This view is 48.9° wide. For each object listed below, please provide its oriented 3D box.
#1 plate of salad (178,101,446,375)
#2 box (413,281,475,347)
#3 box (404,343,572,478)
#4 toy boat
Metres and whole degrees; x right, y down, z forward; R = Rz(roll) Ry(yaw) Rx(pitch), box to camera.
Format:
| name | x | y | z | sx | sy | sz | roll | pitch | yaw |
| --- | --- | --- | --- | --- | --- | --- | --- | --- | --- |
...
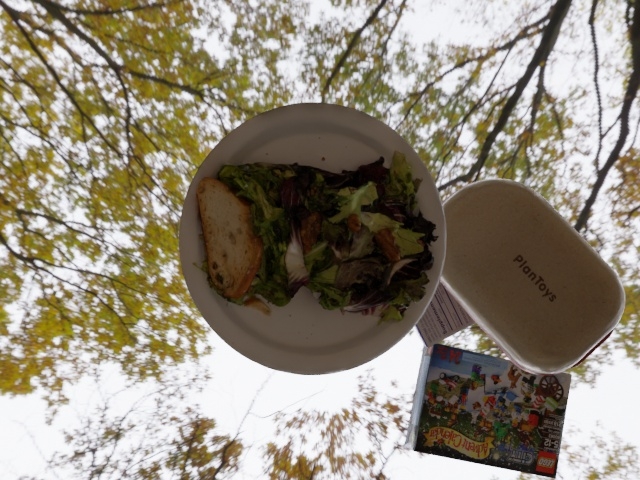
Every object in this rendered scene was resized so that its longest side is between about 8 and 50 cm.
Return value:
| name | x | y | z | sx | sy | sz | roll | pitch | yaw |
| --- | --- | --- | --- | --- | --- | --- | --- | --- | --- |
| plate of salad | 0.000 | 0.000 | 0.505 | 0.199 | 0.048 | 0.200 | 0 | -88 | -12 |
| box | 0.167 | 0.050 | 0.930 | 0.137 | 0.072 | 0.126 | -27 | -80 | -1 |
| box | 0.254 | 0.255 | 1.059 | 0.233 | 0.044 | 0.159 | 14 | -100 | -12 |
| toy boat | 0.223 | 0.038 | 0.813 | 0.151 | 0.151 | 0.231 | -41 | -96 | -2 |
